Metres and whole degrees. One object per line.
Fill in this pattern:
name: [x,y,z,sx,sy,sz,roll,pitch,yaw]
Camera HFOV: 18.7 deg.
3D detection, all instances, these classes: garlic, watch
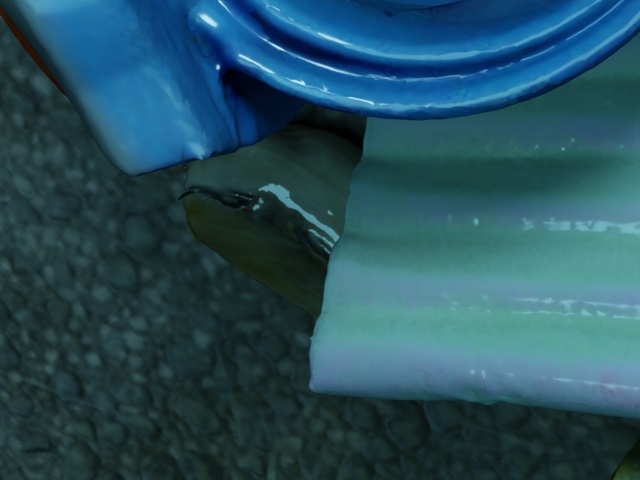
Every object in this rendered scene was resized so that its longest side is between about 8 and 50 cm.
garlic: [0.004,-0.007,0.855,0.152,0.066,0.084,27,153,17]
watch: [0.004,-0.195,0.671,0.274,0.241,0.305,-20,102,17]

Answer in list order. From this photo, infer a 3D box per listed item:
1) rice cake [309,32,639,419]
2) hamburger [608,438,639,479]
rice cake: [0.102,-0.014,0.748,0.198,0.037,0.189,10,76,29]
hamburger: [0.202,0.124,0.758,0.185,0.159,0.131,50,132,1]
